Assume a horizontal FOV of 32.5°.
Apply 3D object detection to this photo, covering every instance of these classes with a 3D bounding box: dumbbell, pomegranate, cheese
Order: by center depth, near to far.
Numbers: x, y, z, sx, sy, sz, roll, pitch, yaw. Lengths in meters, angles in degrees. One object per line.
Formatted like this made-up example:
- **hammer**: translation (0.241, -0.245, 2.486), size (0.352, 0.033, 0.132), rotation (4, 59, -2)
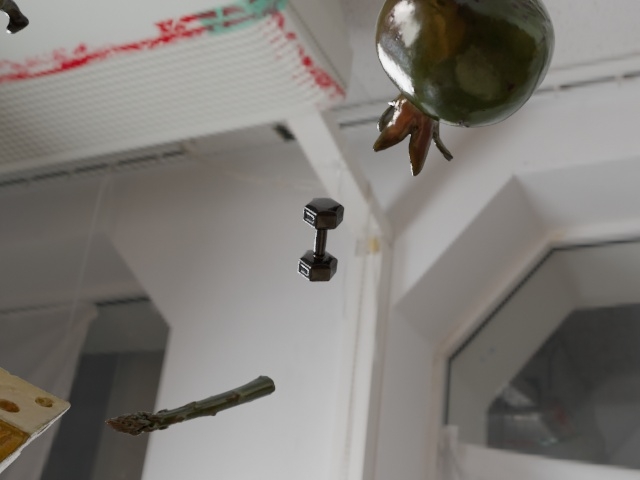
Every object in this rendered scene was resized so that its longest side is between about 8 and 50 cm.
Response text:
- **cheese**: translation (-0.316, 0.196, 0.941), size (0.126, 0.171, 0.093), rotation (27, 11, 5)
- **dumbbell**: translation (0.000, 0.000, 1.069), size (0.036, 0.040, 0.083), rotation (15, -60, 16)
- **pomegranate**: translation (0.128, -0.174, 1.100), size (0.181, 0.181, 0.224), rotation (19, -56, -21)

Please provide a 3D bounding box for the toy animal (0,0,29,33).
- **toy animal**: translation (-0.445, -0.253, 1.224), size (0.106, 0.343, 0.168), rotation (-24, -80, 17)

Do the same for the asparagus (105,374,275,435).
- **asparagus**: translation (-0.073, 0.097, 0.638), size (0.114, 0.014, 0.015), rotation (-10, 30, -43)
